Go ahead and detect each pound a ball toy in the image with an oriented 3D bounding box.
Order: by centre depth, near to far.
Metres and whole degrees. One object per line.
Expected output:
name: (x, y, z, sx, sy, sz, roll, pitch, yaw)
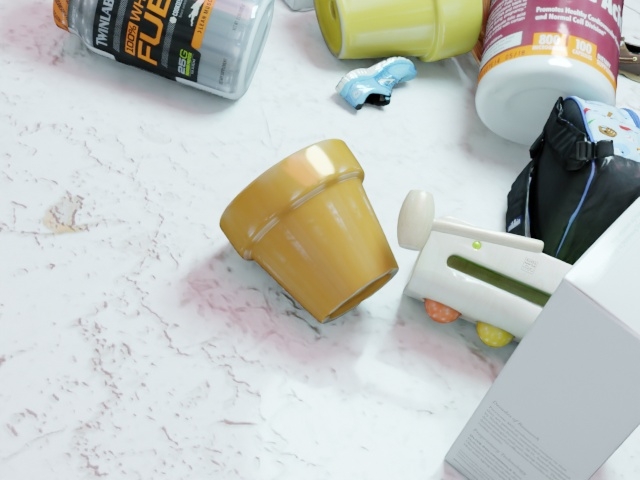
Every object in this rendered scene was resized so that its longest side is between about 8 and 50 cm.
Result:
pound a ball toy: (0.234, 0.066, 1.303, 0.319, 0.208, 0.136, 23, 82, 3)

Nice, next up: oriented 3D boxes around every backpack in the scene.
backpack: (0.407, -0.084, 1.467, 0.213, 0.277, 0.263, 12, 39, -13)

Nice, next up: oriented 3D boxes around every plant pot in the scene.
plant pot: (0.000, 0.000, 1.307, 0.205, 0.205, 0.188, -27, 76, -35)
plant pot: (0.123, -0.424, 1.712, 0.238, 0.254, 0.254, -17, 53, -12)

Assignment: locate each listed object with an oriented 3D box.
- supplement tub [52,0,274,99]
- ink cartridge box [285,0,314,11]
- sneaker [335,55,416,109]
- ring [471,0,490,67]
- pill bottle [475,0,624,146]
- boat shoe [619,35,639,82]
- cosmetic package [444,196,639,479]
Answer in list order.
supplement tub: (-0.245, -0.358, 1.552, 0.315, 0.194, 0.194, 18, 45, 0)
ink cartridge box: (0.029, -0.584, 1.788, 0.211, 0.289, 0.121, -18, 53, -31)
sneaker: (0.103, -0.261, 1.678, 0.162, 0.063, 0.073, -24, 77, -30)
ring: (0.415, -0.398, 1.809, 0.336, 0.032, 0.337, 5, 74, -18)
pill bottle: (0.393, -0.373, 1.645, 0.224, 0.224, 0.392, 14, 64, -4)
boat shoe: (0.579, -0.368, 1.912, 0.206, 0.073, 0.073, 14, 46, -3)
cosmetic package: (0.306, 0.154, 1.123, 0.155, 0.366, 0.197, 38, 48, 18)
